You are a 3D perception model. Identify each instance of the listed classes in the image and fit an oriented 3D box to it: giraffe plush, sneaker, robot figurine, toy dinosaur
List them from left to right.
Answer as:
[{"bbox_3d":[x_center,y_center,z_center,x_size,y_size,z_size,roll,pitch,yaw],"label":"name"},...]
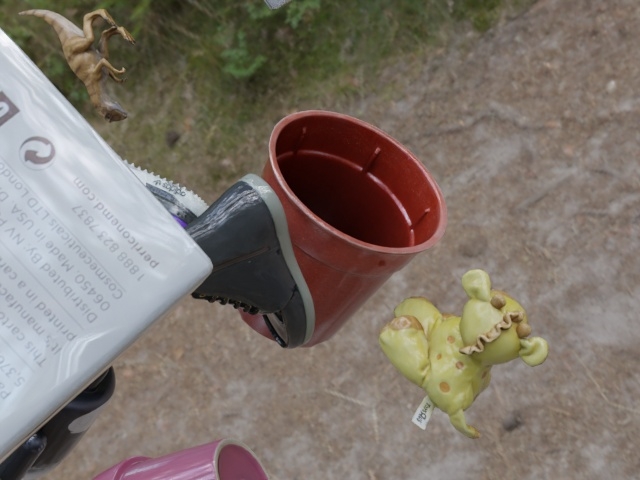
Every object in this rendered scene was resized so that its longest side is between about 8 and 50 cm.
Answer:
[{"bbox_3d":[-0.417,0.233,1.376,0.173,0.209,0.278,46,117,12],"label":"robot figurine"},{"bbox_3d":[-0.307,-0.251,1.188,0.112,0.064,0.211,-36,80,10],"label":"toy dinosaur"},{"bbox_3d":[-0.302,-0.035,1.345,0.293,0.102,0.146,21,63,29],"label":"sneaker"},{"bbox_3d":[-0.084,0.046,0.940,0.118,0.222,0.083,-34,42,-21],"label":"sneaker"},{"bbox_3d":[0.189,0.123,1.165,0.170,0.181,0.210,-49,15,28],"label":"giraffe plush"}]

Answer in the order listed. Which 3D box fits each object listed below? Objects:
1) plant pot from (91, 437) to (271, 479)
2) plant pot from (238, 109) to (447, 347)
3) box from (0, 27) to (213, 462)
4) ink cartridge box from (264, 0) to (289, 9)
[{"bbox_3d":[-0.158,0.334,1.122,0.180,0.201,0.201,-32,39,17],"label":"plant pot"},{"bbox_3d":[0.000,0.000,1.348,0.272,0.272,0.265,-93,27,-45],"label":"plant pot"},{"bbox_3d":[-0.238,0.074,0.396,0.345,0.168,0.215,-43,4,-15],"label":"box"},{"bbox_3d":[-0.037,-0.408,0.880,0.198,0.270,0.197,-26,36,18],"label":"ink cartridge box"}]
